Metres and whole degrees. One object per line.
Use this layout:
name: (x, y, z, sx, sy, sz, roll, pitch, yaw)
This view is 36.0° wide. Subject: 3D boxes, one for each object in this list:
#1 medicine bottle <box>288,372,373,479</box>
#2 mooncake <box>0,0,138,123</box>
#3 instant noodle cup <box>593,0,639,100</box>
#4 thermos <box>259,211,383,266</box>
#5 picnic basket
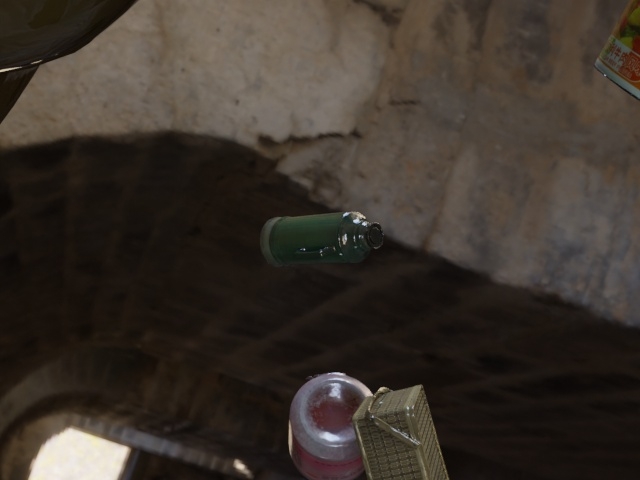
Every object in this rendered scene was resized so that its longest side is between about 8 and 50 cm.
medicine bottle: (0.019, 0.319, 1.592, 0.247, 0.147, 0.147, 92, -168, -60)
mooncake: (-0.178, -0.222, 0.464, 0.467, 0.262, 0.467, -36, 27, 22)
instant noodle cup: (0.354, -0.209, 0.909, 0.185, 0.168, 0.168, -57, 14, 22)
thermos: (0.002, -0.003, 1.353, 0.188, 0.083, 0.073, -4, 77, 44)
picnic basket: (0.106, 0.273, 1.256, 0.115, 0.080, 0.164, -35, -70, -74)
